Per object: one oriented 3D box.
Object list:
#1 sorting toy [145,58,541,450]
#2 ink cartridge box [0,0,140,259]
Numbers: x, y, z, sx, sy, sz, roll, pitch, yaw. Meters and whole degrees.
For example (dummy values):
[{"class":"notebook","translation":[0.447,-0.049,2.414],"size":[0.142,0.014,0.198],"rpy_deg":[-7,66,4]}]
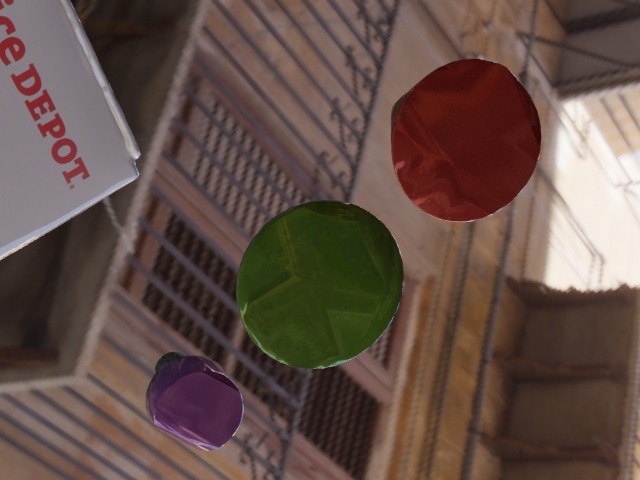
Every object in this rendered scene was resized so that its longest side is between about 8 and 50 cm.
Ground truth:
[{"class":"sorting toy","translation":[0.000,0.000,0.983],"size":[0.365,0.127,0.126],"rpy_deg":[-45,-154,-2]},{"class":"ink cartridge box","translation":[-0.261,-0.059,0.617],"size":[0.289,0.211,0.121],"rpy_deg":[-31,-132,-12]}]
